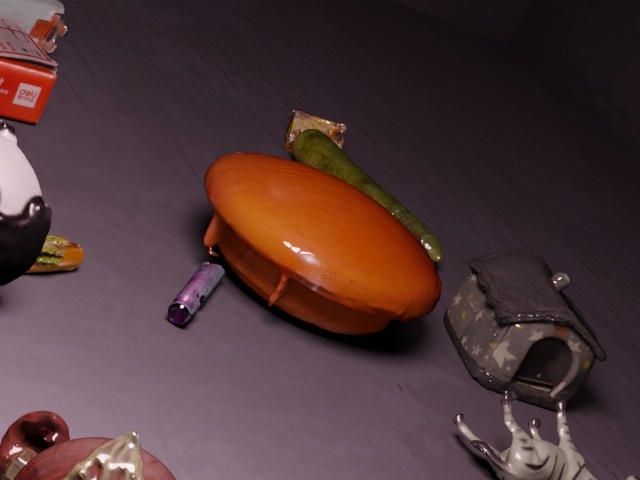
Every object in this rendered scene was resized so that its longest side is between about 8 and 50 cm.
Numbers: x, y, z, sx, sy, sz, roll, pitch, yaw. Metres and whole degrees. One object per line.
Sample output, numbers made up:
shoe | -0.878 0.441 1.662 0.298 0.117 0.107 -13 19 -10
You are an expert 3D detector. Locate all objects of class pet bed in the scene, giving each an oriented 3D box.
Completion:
pet bed | 0.302 0.118 1.885 0.183 0.159 0.211 21 20 -19

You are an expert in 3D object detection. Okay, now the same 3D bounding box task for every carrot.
carrot | 0.078 -0.071 2.199 0.358 0.074 0.074 43 25 30

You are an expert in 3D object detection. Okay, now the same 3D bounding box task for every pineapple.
pineapple | -0.022 -0.195 2.366 0.137 0.069 0.116 -1 35 -50

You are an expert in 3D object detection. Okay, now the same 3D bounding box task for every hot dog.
hot dog | -0.323 0.012 1.510 0.056 0.041 0.133 37 22 25

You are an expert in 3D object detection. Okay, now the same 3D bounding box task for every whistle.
whistle | -0.153 0.063 1.621 0.033 0.033 0.176 28 21 1

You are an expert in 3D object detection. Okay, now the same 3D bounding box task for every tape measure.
tape measure | -0.566 -0.394 2.076 0.246 0.125 0.243 39 16 22

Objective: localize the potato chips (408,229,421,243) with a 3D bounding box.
potato chips | 0.056 -0.012 2.015 0.201 0.049 0.150 16 9 7

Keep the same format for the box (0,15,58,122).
box | -0.477 -0.258 1.888 0.133 0.099 0.182 10 26 -37

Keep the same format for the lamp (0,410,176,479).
lamp | -0.191 0.228 1.035 0.215 0.151 0.223 36 -22 7

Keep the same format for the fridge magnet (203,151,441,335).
fridge magnet | 0.000 0.000 1.778 0.363 0.155 0.364 27 19 -10

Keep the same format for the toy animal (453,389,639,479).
toy animal | 0.281 0.278 1.605 0.216 0.073 0.176 11 40 -30

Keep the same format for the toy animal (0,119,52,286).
toy animal | -0.411 -0.035 1.329 0.235 0.165 0.187 5 47 -52
